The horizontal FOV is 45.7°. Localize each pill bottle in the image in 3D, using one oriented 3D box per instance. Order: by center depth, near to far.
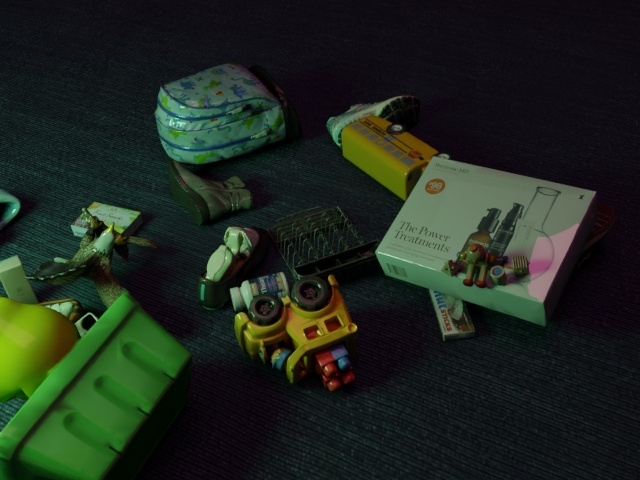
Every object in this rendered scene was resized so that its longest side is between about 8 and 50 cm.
[{"bbox_3d":[-0.129,0.112,1.619,0.120,0.067,0.067,-14,41,-11],"label":"pill bottle"}]

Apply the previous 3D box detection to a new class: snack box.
[{"bbox_3d":[0.268,0.135,1.588,0.064,0.022,0.178,-9,40,-1],"label":"snack box"},{"bbox_3d":[-0.522,-0.041,1.862,0.141,0.037,0.100,12,41,19],"label":"snack box"}]

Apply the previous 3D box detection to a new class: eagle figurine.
[{"bbox_3d":[-0.473,0.060,1.590,0.226,0.225,0.298,-5,40,-1],"label":"eagle figurine"}]

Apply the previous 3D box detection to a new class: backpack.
[{"bbox_3d":[-0.273,-0.342,2.063,0.355,0.273,0.290,-30,52,-10],"label":"backpack"}]

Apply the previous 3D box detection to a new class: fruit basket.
[{"bbox_3d":[-0.450,0.254,1.310,0.391,0.283,0.392,7,45,-7],"label":"fruit basket"}]

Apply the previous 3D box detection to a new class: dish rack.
[{"bbox_3d":[0.000,0.000,1.736,0.208,0.074,0.272,-17,41,-16],"label":"dish rack"}]

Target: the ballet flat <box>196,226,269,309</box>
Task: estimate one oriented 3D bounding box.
[{"bbox_3d":[-0.190,0.035,1.694,0.095,0.096,0.280,9,42,17],"label":"ballet flat"}]

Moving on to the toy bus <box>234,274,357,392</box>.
[{"bbox_3d":[-0.032,0.202,1.464,0.220,0.149,0.212,-20,58,-14],"label":"toy bus"}]

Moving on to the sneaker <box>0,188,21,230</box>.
[{"bbox_3d":[-0.853,-0.017,1.791,0.150,0.135,0.366,8,42,19],"label":"sneaker"}]

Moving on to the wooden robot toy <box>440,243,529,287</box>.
[{"bbox_3d":[0.307,0.042,1.456,0.173,0.079,0.076,4,59,27],"label":"wooden robot toy"}]

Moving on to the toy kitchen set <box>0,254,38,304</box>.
[{"bbox_3d":[-0.755,0.092,1.660,0.207,0.122,0.166,-24,44,-22],"label":"toy kitchen set"}]

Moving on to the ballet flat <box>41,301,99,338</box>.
[{"bbox_3d":[-0.486,0.171,1.505,0.221,0.079,0.077,29,-3,-10],"label":"ballet flat"}]

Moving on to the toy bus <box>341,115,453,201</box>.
[{"bbox_3d":[0.202,-0.201,1.927,0.130,0.108,0.332,-27,45,-24],"label":"toy bus"}]

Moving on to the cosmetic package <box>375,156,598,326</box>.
[{"bbox_3d":[0.347,-0.012,1.596,0.377,0.097,0.284,17,60,32],"label":"cosmetic package"}]

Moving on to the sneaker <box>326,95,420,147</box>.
[{"bbox_3d":[0.145,-0.352,2.116,0.282,0.110,0.122,-21,39,-19],"label":"sneaker"}]

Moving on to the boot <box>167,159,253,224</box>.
[{"bbox_3d":[-0.281,-0.134,1.932,0.161,0.084,0.246,-19,47,-27],"label":"boot"}]

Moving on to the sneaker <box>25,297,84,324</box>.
[{"bbox_3d":[-0.642,0.163,1.519,0.321,0.180,0.124,-25,44,-23],"label":"sneaker"}]

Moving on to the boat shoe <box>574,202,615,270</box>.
[{"bbox_3d":[0.540,0.017,1.647,0.257,0.095,0.095,-34,45,-20],"label":"boat shoe"}]
